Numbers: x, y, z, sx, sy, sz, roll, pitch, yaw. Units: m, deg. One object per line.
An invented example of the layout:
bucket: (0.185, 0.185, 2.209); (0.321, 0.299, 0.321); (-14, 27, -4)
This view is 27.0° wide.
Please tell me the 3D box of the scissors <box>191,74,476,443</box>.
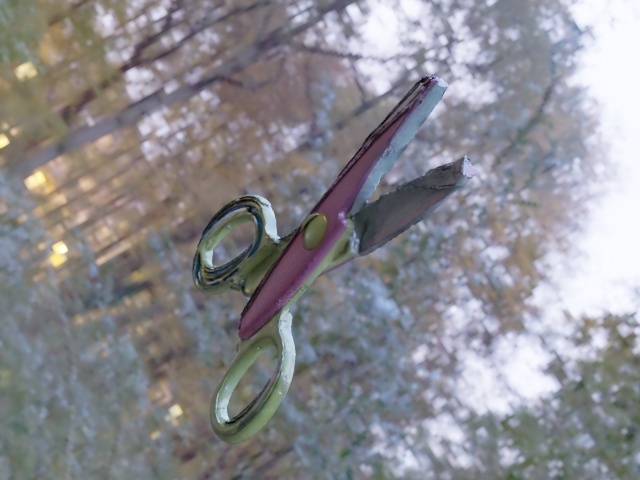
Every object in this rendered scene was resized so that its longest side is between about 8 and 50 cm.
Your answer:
scissors: (0.000, 0.000, 0.616); (0.020, 0.187, 0.133); (21, 41, -35)
